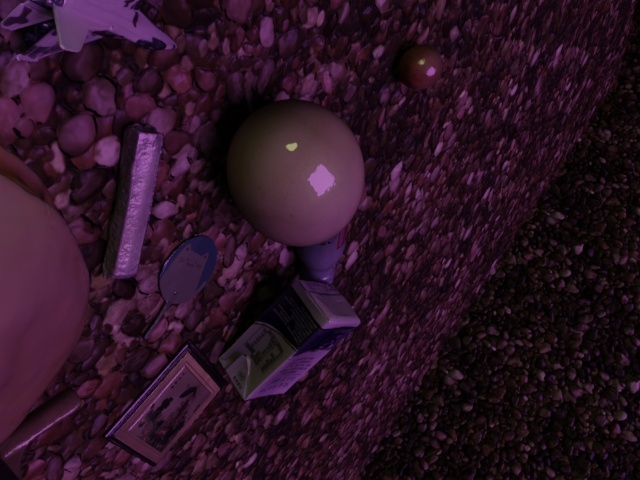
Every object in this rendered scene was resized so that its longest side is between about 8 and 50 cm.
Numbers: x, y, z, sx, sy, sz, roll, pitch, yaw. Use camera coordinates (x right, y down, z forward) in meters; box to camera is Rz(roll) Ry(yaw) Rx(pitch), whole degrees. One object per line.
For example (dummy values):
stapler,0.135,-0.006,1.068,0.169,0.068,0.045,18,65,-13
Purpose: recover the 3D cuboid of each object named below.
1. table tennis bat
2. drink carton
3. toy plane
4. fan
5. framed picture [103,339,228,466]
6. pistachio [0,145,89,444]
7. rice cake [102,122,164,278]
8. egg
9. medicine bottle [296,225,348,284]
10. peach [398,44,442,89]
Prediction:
table tennis bat,-0.371,0.239,0.648,0.246,0.138,0.022,-36,166,-45
drink carton,-0.055,0.180,1.082,0.222,0.102,0.134,-46,158,15
toy plane,-0.199,-0.212,0.559,0.160,0.082,0.234,-30,-169,16
fan,-0.210,0.070,0.888,0.175,0.005,0.113,-59,153,-7
framed picture,-0.250,0.281,1.016,0.195,0.010,0.199,-50,150,-20
pistachio,-0.344,0.068,0.367,0.365,0.281,0.445,-47,161,7
rice cake,-0.228,-0.040,0.728,0.047,0.036,0.206,-7,123,-43
egg,-0.031,-0.086,0.845,0.188,0.189,0.253,-53,157,-15
medicine bottle,0.000,0.000,1.082,0.090,0.090,0.216,-40,153,-34
peach,0.181,-0.316,1.102,0.083,0.083,0.083,-40,146,-34
